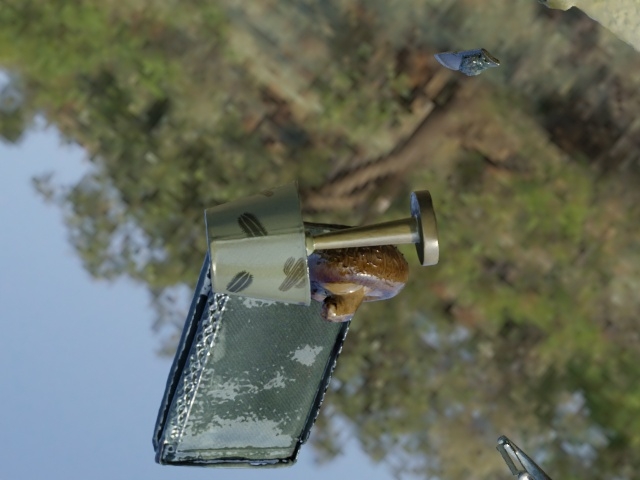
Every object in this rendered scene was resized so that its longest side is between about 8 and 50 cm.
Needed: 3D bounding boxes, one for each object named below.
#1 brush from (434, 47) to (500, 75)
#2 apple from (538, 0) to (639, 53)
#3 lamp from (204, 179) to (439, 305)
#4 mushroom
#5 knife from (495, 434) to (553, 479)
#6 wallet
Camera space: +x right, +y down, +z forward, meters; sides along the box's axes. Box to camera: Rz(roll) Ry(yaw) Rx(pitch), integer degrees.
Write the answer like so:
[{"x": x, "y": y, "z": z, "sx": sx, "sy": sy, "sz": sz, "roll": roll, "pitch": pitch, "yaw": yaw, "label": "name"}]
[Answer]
[{"x": 0.182, "y": -0.225, "z": 2.285, "sx": 0.034, "sy": 0.027, "sz": 0.190, "roll": 36, "pitch": 176, "yaw": -15, "label": "brush"}, {"x": 0.318, "y": -0.316, "z": 1.540, "sx": 0.252, "sy": 0.309, "sz": 0.314, "roll": -2, "pitch": 109, "yaw": 49, "label": "apple"}, {"x": 0.000, "y": 0.000, "z": 1.685, "sx": 0.121, "sy": 0.215, "sz": 0.121, "roll": 173, "pitch": 90, "yaw": -85, "label": "lamp"}, {"x": 0.031, "y": 0.032, "z": 1.815, "sx": 0.085, "sy": 0.109, "sz": 0.126, "roll": 64, "pitch": 152, "yaw": 1, "label": "mushroom"}, {"x": 0.282, "y": 0.334, "z": 1.919, "sx": 0.278, "sy": 0.053, "sz": 0.123, "roll": 58, "pitch": -173, "yaw": -17, "label": "knife"}, {"x": -0.075, "y": 0.128, "z": 2.275, "sx": 0.237, "sy": 0.342, "sz": 0.075, "roll": 7, "pitch": -161, "yaw": -37, "label": "wallet"}]
